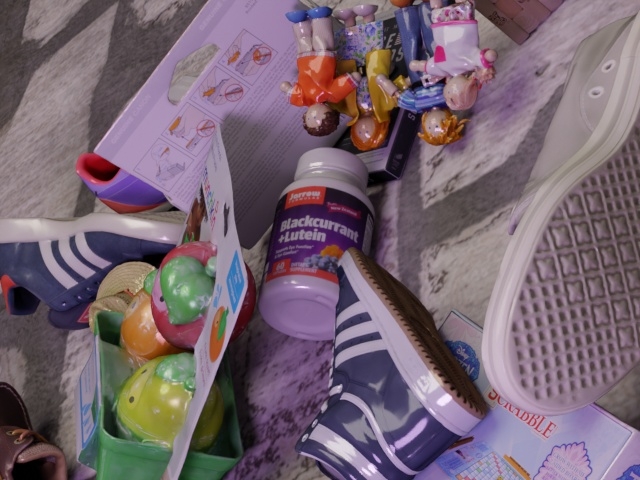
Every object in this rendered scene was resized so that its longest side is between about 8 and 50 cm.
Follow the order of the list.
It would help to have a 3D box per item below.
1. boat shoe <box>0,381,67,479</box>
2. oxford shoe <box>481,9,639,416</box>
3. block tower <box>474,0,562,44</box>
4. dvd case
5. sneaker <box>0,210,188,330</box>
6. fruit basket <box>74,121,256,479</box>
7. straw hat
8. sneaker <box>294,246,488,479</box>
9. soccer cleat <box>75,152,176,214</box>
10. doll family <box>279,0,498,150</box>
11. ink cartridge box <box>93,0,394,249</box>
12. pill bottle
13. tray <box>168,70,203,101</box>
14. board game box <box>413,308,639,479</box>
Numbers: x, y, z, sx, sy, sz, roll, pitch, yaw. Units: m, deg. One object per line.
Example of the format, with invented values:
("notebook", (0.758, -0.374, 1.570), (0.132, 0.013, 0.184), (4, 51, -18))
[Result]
("boat shoe", (-0.350, 0.285, 2.235), (0.123, 0.123, 0.342), (-37, 38, 16))
("oxford shoe", (0.237, -0.030, 1.618), (0.130, 0.169, 0.449), (-16, 39, 47))
("block tower", (0.285, -0.365, 1.950), (0.335, 0.097, 0.091), (-44, 33, 19))
("dvd case", (0.060, -0.164, 2.149), (0.179, 0.029, 0.238), (-11, 53, 51))
("sneaker", (-0.277, 0.039, 2.376), (0.350, 0.131, 0.148), (-3, 89, 42))
("fruit basket", (-0.156, 0.096, 1.980), (0.327, 0.165, 0.353), (-103, 24, -56))
("straw hat", (-0.243, 0.093, 2.245), (0.144, 0.061, 0.144), (1, 91, 41))
("sneaker", (0.038, 0.125, 1.705), (0.153, 0.099, 0.282), (-48, 32, 11))
("soccer cleat", (-0.179, -0.116, 2.360), (0.318, 0.116, 0.108), (-26, 41, 41))
("doll family", (0.089, -0.177, 1.994), (0.263, 0.118, 0.163), (-9, 88, 31))
("ink cartridge box", (-0.089, -0.155, 2.087), (0.275, 0.239, 0.060), (-51, 32, 10))
("pill bottle", (0.000, 0.000, 1.998), (0.108, 0.108, 0.193), (-27, 42, 41))
("tray", (-0.091, -0.190, 2.264), (0.270, 0.145, 0.030), (-160, 58, -68))
("board game box", (0.120, 0.250, 1.624), (0.318, 0.066, 0.319), (-56, 30, 1))
